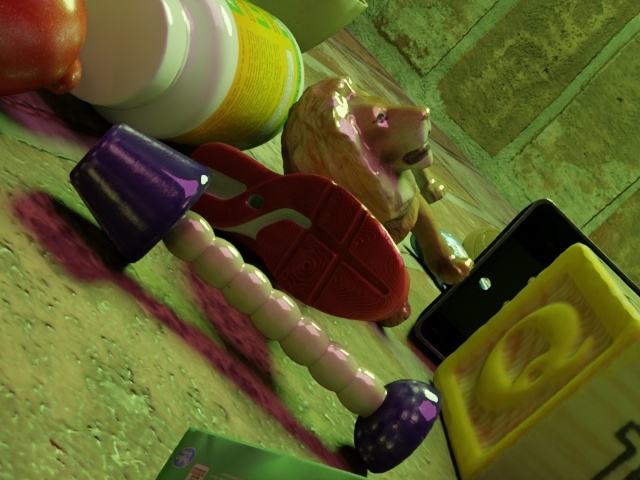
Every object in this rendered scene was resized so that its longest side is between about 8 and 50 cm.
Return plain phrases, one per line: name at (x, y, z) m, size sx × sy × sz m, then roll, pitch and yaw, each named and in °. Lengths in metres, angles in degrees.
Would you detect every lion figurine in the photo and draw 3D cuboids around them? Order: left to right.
lion figurine at (0.040, -0.073, 1.009) m, size 0.240 × 0.142 × 0.392 m, roll 56°, pitch 4°, yaw -18°

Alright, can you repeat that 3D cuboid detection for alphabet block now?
alphabet block at (0.240, 0.154, 0.879) m, size 0.197 × 0.193 × 0.192 m, roll 41°, pitch 13°, yaw -15°

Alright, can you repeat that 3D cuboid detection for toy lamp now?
toy lamp at (-0.041, 0.034, 0.653) m, size 0.275 × 0.080 × 0.080 m, roll 42°, pitch 14°, yaw -13°

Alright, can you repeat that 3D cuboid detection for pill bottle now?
pill bottle at (-0.114, -0.148, 0.839) m, size 0.136 × 0.136 × 0.246 m, roll 48°, pitch 14°, yaw 12°

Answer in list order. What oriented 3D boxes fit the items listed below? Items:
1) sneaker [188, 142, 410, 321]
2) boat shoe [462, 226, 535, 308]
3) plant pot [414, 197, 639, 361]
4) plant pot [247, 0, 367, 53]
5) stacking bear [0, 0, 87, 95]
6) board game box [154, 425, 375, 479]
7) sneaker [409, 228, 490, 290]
sneaker at (0.000, 0.000, 0.783) m, size 0.221 × 0.087 × 0.128 m, roll 36°, pitch 4°, yaw 34°
boat shoe at (0.282, 0.108, 1.373) m, size 0.285 × 0.105 × 0.089 m, roll 56°, pitch -21°, yaw 22°
plant pot at (0.216, 0.080, 1.084) m, size 0.188 × 0.187 × 0.167 m, roll 44°, pitch 1°, yaw -5°
plant pot at (-0.112, -0.300, 1.175) m, size 0.284 × 0.191 × 0.284 m, roll 41°, pitch 15°, yaw -13°
stacking bear at (-0.216, -0.230, 0.623) m, size 0.175 × 0.164 × 0.289 m, roll -18°, pitch 100°, yaw -61°
board game box at (0.077, 0.156, 0.357) m, size 0.213 × 0.046 × 0.317 m, roll 40°, pitch -19°, yaw -19°
sneaker at (0.169, 0.037, 1.308) m, size 0.144 × 0.053 × 0.059 m, roll 47°, pitch 16°, yaw 11°
